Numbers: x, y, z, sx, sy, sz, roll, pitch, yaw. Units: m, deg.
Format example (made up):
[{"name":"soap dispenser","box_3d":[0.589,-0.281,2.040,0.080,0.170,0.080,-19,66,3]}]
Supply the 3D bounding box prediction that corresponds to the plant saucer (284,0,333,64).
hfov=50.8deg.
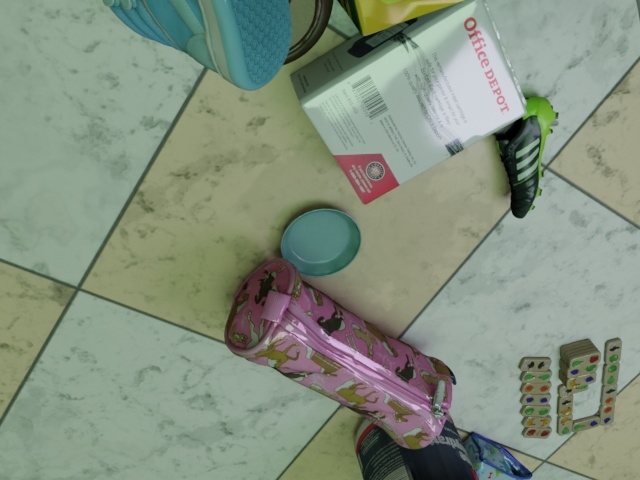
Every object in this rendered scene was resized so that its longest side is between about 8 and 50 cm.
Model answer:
[{"name":"plant saucer","box_3d":[-0.065,-0.278,0.785,0.168,0.029,0.168,-5,123,-8]}]

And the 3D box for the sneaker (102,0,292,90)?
[{"name":"sneaker","box_3d":[-0.149,-0.299,0.634,0.127,0.208,0.319,-50,152,-31]}]

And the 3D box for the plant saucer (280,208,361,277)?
[{"name":"plant saucer","box_3d":[0.000,0.000,0.985,0.119,0.021,0.119,-5,124,-8]}]

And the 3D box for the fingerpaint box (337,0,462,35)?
[{"name":"fingerpaint box","box_3d":[0.188,-0.458,0.638,0.444,0.163,0.371,-19,126,1]}]

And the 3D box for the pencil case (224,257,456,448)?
[{"name":"pencil case","box_3d":[0.036,0.177,1.019,0.386,0.160,0.167,35,128,-28]}]

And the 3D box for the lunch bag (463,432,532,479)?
[{"name":"lunch bag","box_3d":[0.319,0.465,1.315,0.151,0.096,0.129,32,112,-17]}]

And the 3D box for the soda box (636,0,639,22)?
[{"name":"soda box","box_3d":[0.337,-0.297,0.636,0.069,0.074,0.216,-26,126,6]}]

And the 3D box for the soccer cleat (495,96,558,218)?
[{"name":"soccer cleat","box_3d":[0.280,-0.116,0.952,0.072,0.060,0.179,2,116,-2]}]

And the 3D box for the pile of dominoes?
[{"name":"pile of dominoes","box_3d":[0.476,0.296,1.271,0.196,0.040,0.251,-14,124,-3]}]

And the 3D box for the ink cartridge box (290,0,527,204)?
[{"name":"ink cartridge box","box_3d":[0.109,-0.183,0.840,0.237,0.100,0.172,-30,124,9]}]

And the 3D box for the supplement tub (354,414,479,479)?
[{"name":"supplement tub","box_3d":[0.175,0.425,1.150,0.191,0.272,0.191,-6,124,-9]}]
